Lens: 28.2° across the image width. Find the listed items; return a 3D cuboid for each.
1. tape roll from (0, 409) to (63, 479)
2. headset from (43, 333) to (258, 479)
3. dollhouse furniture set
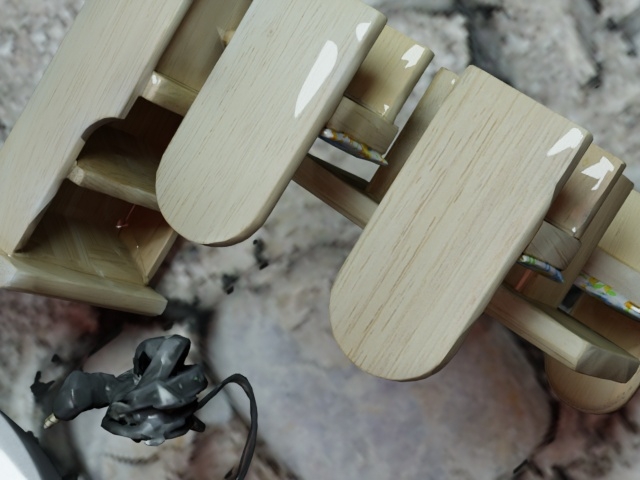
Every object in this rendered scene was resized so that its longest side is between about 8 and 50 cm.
[{"bbox_3d":[-0.213,0.157,0.552,0.219,0.072,0.219,0,70,-1],"label":"tape roll"},{"bbox_3d":[-0.001,0.228,0.483,0.243,0.185,0.394,-19,82,-12],"label":"headset"},{"bbox_3d":[0.000,0.000,0.494,0.242,0.212,0.161,35,97,28],"label":"dollhouse furniture set"}]
